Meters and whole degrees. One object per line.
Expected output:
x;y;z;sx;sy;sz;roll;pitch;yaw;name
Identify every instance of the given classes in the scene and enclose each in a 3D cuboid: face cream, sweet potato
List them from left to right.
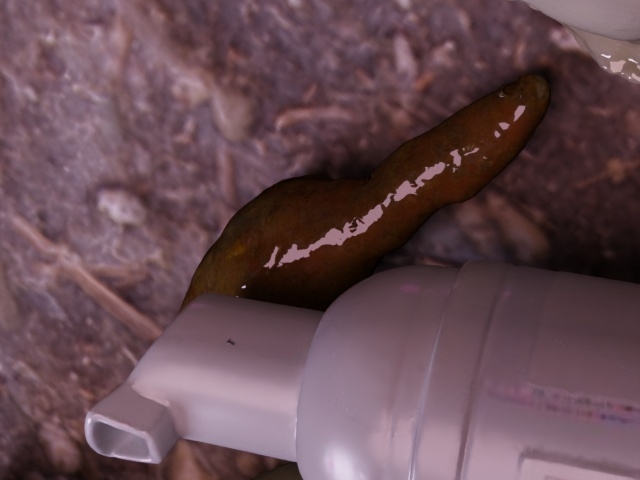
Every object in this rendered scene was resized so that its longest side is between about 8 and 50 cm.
0.001;-0.001;0.780;0.269;0.075;0.075;-36;92;32;sweet potato
0.084;0.080;0.703;0.369;0.145;0.145;10;114;13;face cream

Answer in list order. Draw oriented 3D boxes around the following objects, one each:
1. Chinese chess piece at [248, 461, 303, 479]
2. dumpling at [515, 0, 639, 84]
0.026;0.234;0.845;0.250;0.101;0.250;10;114;22;Chinese chess piece
0.154;-0.125;0.645;0.134;0.100;0.169;29;123;-4;dumpling
